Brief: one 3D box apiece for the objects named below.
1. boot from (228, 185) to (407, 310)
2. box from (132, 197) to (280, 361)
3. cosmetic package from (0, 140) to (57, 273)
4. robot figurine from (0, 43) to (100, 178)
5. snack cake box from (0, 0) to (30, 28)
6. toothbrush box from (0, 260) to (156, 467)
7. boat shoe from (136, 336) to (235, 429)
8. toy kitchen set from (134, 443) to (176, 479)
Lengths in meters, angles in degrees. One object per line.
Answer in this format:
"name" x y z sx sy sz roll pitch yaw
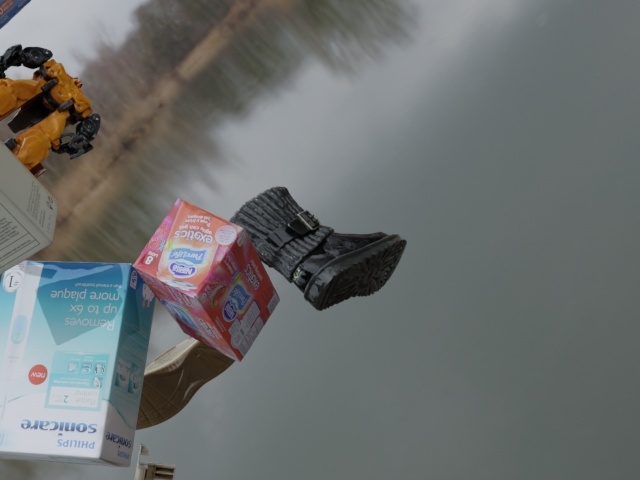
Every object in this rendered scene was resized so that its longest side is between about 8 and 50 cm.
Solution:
"boot" 0.001 -0.003 1.847 0.348 0.260 0.131 -13 -46 -55
"box" -0.166 0.066 1.383 0.128 0.122 0.257 -58 -23 -19
"cosmetic package" -0.503 -0.091 1.180 0.160 0.309 0.113 -28 34 9
"robot figurine" -0.487 -0.196 1.480 0.085 0.211 0.291 -24 18 35
"snack cake box" -0.512 -0.501 1.522 0.089 0.152 0.264 22 63 30
"toothbrush box" -0.390 0.189 1.397 0.126 0.216 0.296 61 -148 -68
"boat shoe" -0.324 0.305 2.052 0.341 0.122 0.110 -33 13 1
"toy kitchen set" -0.314 0.429 1.747 0.083 0.075 0.068 143 135 -77
